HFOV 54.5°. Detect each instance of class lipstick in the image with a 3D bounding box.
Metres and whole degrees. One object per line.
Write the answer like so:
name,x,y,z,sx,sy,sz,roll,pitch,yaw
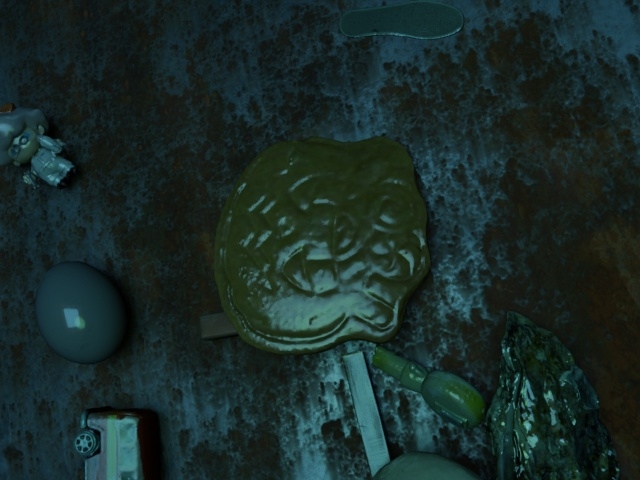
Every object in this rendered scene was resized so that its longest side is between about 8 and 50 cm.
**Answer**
lipstick,-0.134,0.141,1.081,0.146,0.045,0.045,-12,79,10

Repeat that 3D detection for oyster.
oyster,0.325,0.267,0.911,0.158,0.162,0.350,-29,59,46

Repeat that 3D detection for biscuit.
biscuit,0.000,-0.001,1.042,0.366,0.062,0.384,-1,72,9

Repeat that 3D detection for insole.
insole,0.147,-0.407,1.147,0.232,0.003,0.080,3,80,14

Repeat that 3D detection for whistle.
whistle,0.164,0.228,0.973,0.198,0.104,0.057,25,60,29

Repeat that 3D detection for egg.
egg,-0.424,0.124,1.099,0.147,0.146,0.198,-31,67,6

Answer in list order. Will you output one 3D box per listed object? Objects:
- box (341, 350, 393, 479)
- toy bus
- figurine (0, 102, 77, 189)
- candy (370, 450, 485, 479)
box,0.077,0.280,1.002,0.041,0.050,0.207,-16,76,5
toy bus,-0.335,0.413,1.041,0.120,0.121,0.264,-5,78,3
figurine,-0.576,-0.190,1.223,0.229,0.112,0.137,38,97,4
candy,0.163,0.432,0.841,0.296,0.185,0.295,18,116,44
